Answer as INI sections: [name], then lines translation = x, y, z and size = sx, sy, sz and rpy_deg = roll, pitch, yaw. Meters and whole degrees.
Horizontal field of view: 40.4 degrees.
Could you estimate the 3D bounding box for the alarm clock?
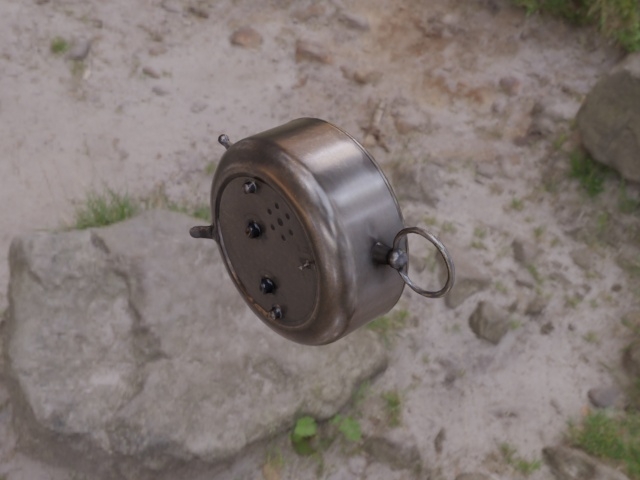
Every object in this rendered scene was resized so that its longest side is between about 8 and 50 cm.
[alarm clock]
translation = 0.000, 0.000, 0.496
size = 0.064, 0.129, 0.192
rpy_deg = -27, 25, -37
